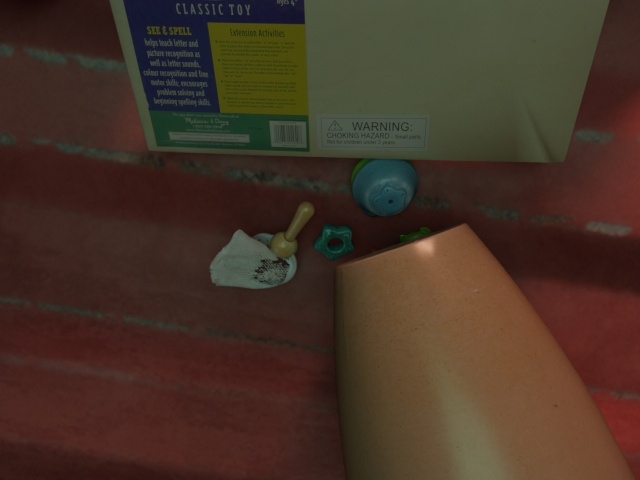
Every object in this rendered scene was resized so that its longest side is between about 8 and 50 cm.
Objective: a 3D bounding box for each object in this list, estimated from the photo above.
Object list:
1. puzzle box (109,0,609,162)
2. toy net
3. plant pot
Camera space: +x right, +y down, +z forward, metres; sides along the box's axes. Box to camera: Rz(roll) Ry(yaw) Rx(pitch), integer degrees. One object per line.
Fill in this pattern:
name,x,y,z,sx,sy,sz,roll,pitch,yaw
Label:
puzzle box,0.026,-0.194,0.545,0.410,0.052,0.272,3,134,4
toy net,0.000,0.000,0.663,0.232,0.045,0.122,-21,126,8
plant pot,0.115,0.133,0.582,0.257,0.256,0.273,-20,89,5
